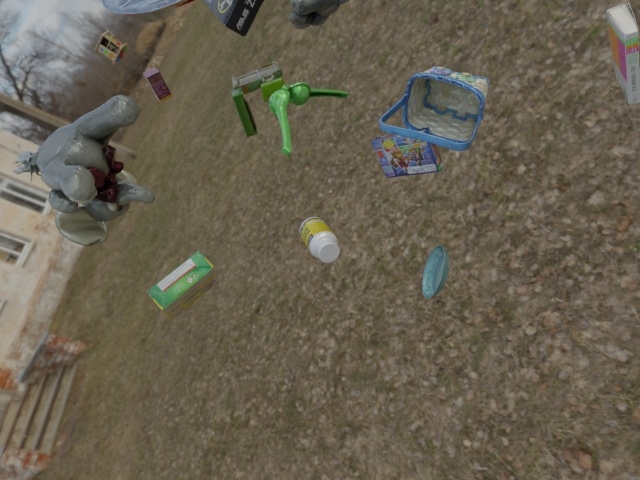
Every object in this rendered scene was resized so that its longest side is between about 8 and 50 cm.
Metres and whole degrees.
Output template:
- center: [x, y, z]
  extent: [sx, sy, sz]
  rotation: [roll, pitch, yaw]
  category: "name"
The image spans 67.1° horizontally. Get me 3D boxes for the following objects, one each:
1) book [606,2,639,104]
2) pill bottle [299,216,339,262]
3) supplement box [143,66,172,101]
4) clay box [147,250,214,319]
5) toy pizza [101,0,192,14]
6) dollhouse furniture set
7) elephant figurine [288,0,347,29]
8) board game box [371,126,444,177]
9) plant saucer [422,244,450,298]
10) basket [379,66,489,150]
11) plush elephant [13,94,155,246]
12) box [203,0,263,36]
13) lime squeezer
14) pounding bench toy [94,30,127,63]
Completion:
- center: [0.541, -0.327, 0.855]
  extent: [0.035, 0.144, 0.096]
  rotation: [-12, 47, 26]
  category: "book"
- center: [0.000, 0.000, 1.050]
  extent: [0.065, 0.065, 0.116]
  rotation: [-58, 31, 14]
  category: "pill bottle"
- center: [-0.495, -0.474, 1.467]
  extent: [0.043, 0.083, 0.055]
  rotation: [-32, 45, -12]
  category: "supplement box"
- center: [-0.288, 0.103, 1.025]
  extent: [0.127, 0.053, 0.222]
  rotation: [-41, -3, -19]
  category: "clay box"
- center: [-0.278, -0.439, 0.835]
  extent: [0.201, 0.032, 0.201]
  rotation: [-6, 53, 8]
  category: "toy pizza"
- center: [-0.213, -0.529, 1.780]
  extent: [0.197, 0.151, 0.302]
  rotation: [-19, 33, 0]
  category: "dollhouse furniture set"
- center: [-0.047, -0.744, 1.360]
  extent: [0.169, 0.185, 0.240]
  rotation: [160, 95, -72]
  category: "elephant figurine"
- center: [0.266, -0.265, 1.485]
  extent: [0.201, 0.136, 0.035]
  rotation: [1, 38, 46]
  category: "board game box"
- center: [0.253, 0.070, 1.045]
  extent: [0.119, 0.021, 0.120]
  rotation: [-166, 90, -84]
  category: "plant saucer"
- center: [0.331, -0.363, 1.359]
  extent: [0.289, 0.254, 0.201]
  rotation: [-55, -25, -33]
  category: "basket"
- center: [-0.526, -0.139, 1.154]
  extent: [0.329, 0.255, 0.272]
  rotation: [-6, 57, 28]
  category: "plush elephant"
- center: [-0.279, -0.915, 1.609]
  extent: [0.318, 0.097, 0.395]
  rotation: [-52, 50, 23]
  category: "box"
- center: [-0.038, -0.283, 0.995]
  extent: [0.310, 0.109, 0.059]
  rotation: [-55, -13, -47]
  category: "lime squeezer"
- center: [-0.563, -0.528, 1.316]
  extent: [0.052, 0.065, 0.083]
  rotation: [-47, 25, 27]
  category: "pounding bench toy"
